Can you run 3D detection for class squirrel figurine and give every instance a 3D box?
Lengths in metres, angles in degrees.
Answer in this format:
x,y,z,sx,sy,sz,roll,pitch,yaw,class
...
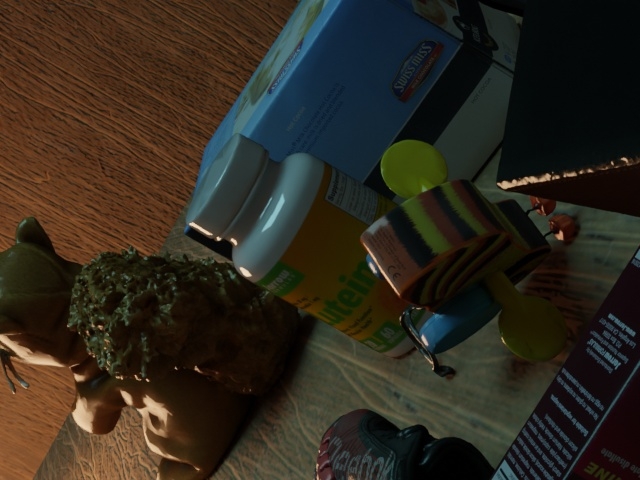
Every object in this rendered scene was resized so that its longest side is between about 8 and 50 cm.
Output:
x,y,z,sx,sy,sz,roll,pitch,yaw,class
-0.242,0.102,1.636,0.397,0.370,0.281,-40,24,55,squirrel figurine

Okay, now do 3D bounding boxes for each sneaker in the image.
x,y,z,sx,sy,sz,roll,pitch,yaw,class
0.068,0.184,0.942,0.135,0.097,0.276,-57,16,13,sneaker

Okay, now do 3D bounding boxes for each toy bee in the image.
x,y,z,sx,sy,sz,roll,pitch,yaw,class
0.119,0.001,1.012,0.162,0.195,0.298,-36,3,-1,toy bee

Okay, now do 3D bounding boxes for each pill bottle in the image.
x,y,z,sx,sy,sz,roll,pitch,yaw,class
0.000,0.000,1.243,0.136,0.246,0.136,-55,14,22,pill bottle

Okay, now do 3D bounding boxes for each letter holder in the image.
x,y,z,sx,sy,sz,roll,pitch,yaw,class
0.261,-0.089,0.657,0.302,0.214,0.152,172,109,-71,letter holder

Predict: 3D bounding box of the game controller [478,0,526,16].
x,y,z,sx,sy,sz,roll,pitch,yaw,class
0.243,-0.237,1.009,0.319,0.067,0.166,30,89,50,game controller

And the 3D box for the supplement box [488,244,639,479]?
x,y,z,sx,sy,sz,roll,pitch,yaw,class
0.175,0.110,0.639,0.239,0.130,0.073,-59,14,7,supplement box

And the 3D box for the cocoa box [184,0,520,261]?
x,y,z,sx,sy,sz,roll,pitch,yaw,class
0.037,-0.129,1.412,0.347,0.228,0.231,-54,15,25,cocoa box
